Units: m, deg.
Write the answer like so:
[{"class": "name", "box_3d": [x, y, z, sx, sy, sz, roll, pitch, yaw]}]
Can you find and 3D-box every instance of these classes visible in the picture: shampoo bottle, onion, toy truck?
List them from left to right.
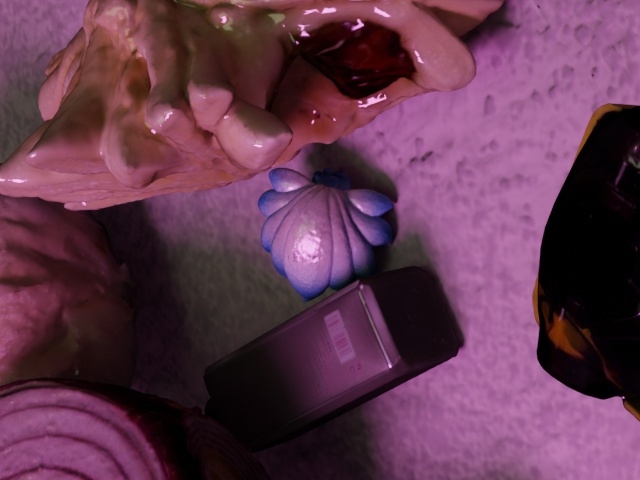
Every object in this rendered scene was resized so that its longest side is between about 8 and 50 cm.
[{"class": "onion", "box_3d": [-0.140, 0.269, 1.418, 0.282, 0.260, 0.337, -44, 53, 12]}, {"class": "shampoo bottle", "box_3d": [-0.006, 0.102, 1.443, 0.246, 0.079, 0.080, -31, 76, 43]}, {"class": "toy truck", "box_3d": [0.309, 0.072, 1.023, 0.405, 0.254, 0.181, 44, 125, 46]}]

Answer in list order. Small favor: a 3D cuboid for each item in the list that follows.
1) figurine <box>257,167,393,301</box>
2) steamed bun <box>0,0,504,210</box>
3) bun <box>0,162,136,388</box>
[{"class": "figurine", "box_3d": [0.000, 0.000, 1.423, 0.114, 0.079, 0.114, 4, 117, 8]}, {"class": "steamed bun", "box_3d": [-0.090, -0.105, 1.342, 0.428, 0.247, 0.189, -13, 67, 40]}, {"class": "bun", "box_3d": [-0.263, 0.053, 1.584, 0.205, 0.281, 0.281, -30, 74, 0]}]
